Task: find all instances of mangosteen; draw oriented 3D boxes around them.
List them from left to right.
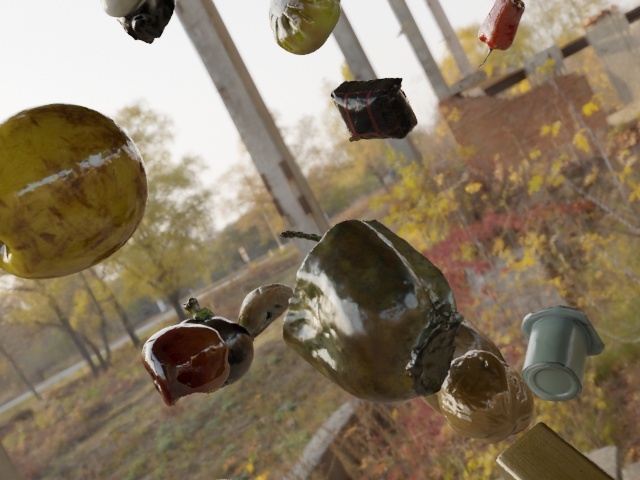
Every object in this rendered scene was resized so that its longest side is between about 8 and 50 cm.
[{"bbox_3d":[-0.321,0.291,2.244,0.231,0.289,0.231,-15,-21,-6],"label":"mangosteen"}]

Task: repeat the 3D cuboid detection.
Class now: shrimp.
[{"bbox_3d":[-0.173,0.231,2.348,0.168,0.077,0.317,-4,-36,-24],"label":"shrimp"}]

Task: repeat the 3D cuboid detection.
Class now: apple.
[{"bbox_3d":[-0.266,0.238,1.532,0.158,0.147,0.156,-28,27,-20],"label":"apple"}]

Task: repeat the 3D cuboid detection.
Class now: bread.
[{"bbox_3d":[-0.039,-0.492,1.575,0.105,0.213,0.213,3,-16,-34],"label":"bread"}]

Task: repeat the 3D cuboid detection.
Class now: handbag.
[{"bbox_3d":[0.153,-0.366,2.161,0.215,0.169,0.155,5,37,40],"label":"handbag"}]

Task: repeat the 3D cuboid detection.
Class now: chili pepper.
[{"bbox_3d":[0.419,-0.492,1.813,0.084,0.086,0.192,-100,29,-52],"label":"chili pepper"}]

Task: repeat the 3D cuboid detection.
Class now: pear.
[{"bbox_3d":[-0.407,-0.072,1.173,0.281,0.281,0.281,-27,2,1],"label":"pear"}]

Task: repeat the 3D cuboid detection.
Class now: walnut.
[{"bbox_3d":[0.309,0.288,1.735,0.225,0.261,0.225,-40,19,17],"label":"walnut"},{"bbox_3d":[0.272,0.259,1.277,0.166,0.149,0.166,10,18,-3],"label":"walnut"}]

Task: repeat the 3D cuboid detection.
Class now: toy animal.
[{"bbox_3d":[-0.356,-0.483,1.451,0.138,0.166,0.179,-28,-37,22],"label":"toy animal"}]

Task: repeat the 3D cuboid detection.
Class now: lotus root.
[{"bbox_3d":[0.075,0.142,1.209,0.149,0.260,0.267,0,-60,-43],"label":"lotus root"}]

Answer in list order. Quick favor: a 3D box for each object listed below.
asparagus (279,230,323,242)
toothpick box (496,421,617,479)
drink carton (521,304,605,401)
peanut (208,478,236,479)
[{"bbox_3d":[0.000,0.000,2.033,0.248,0.025,0.024,12,-59,-33],"label":"asparagus"},{"bbox_3d":[0.548,0.558,1.661,0.187,0.190,0.308,-38,36,-10],"label":"toothpick box"},{"bbox_3d":[0.609,0.302,2.000,0.185,0.191,0.189,-16,29,40],"label":"drink carton"},{"bbox_3d":[-0.116,0.435,1.146,0.319,0.147,0.147,8,4,2],"label":"peanut"}]
